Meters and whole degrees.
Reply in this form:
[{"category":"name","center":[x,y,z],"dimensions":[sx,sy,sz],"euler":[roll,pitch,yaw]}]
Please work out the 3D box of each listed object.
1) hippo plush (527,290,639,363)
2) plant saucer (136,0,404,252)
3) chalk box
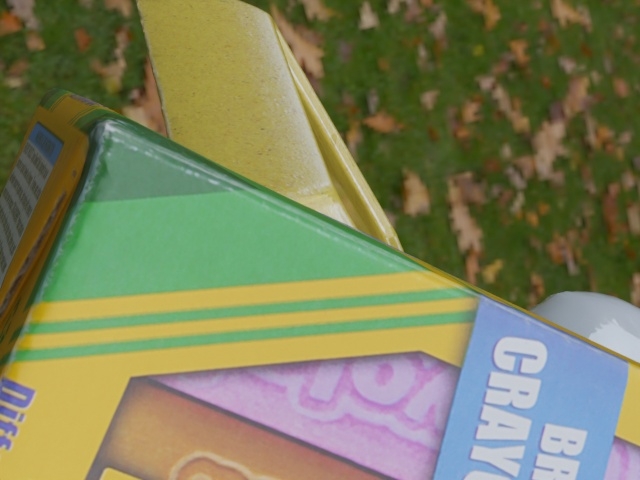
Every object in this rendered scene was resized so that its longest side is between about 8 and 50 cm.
[{"category":"hippo plush","center":[0.144,0.167,0.819],"dimensions":[0.234,0.294,0.236],"euler":[-19,135,-25]},{"category":"plant saucer","center":[0.000,0.000,1.044],"dimensions":[0.333,0.081,0.333],"euler":[58,7,-37]},{"category":"chalk box","center":[0.026,0.099,0.420],"dimensions":[0.289,0.180,0.179],"euler":[24,90,-17]}]
